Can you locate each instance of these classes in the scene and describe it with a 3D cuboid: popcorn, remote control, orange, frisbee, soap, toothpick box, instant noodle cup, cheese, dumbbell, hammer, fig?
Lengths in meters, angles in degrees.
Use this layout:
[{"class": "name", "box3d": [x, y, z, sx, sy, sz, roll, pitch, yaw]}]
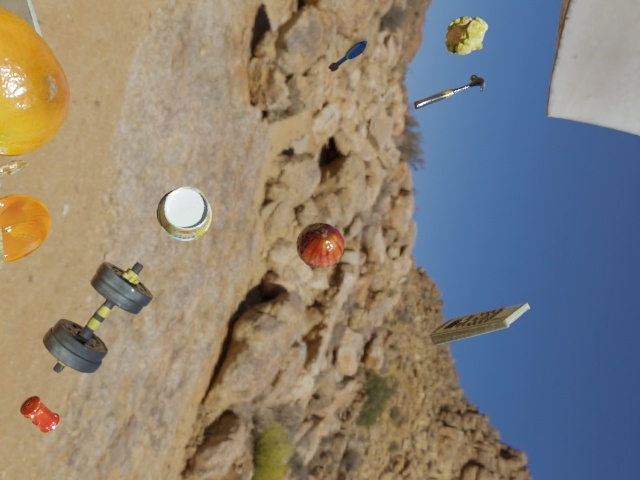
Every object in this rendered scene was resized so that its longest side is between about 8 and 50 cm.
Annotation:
[{"class": "popcorn", "box3d": [0.388, -0.550, 1.734, 0.109, 0.096, 0.089, -36, 170, 39]}, {"class": "remote control", "box3d": [0.430, 0.222, 1.767, 0.285, 0.123, 0.038, -28, -90, 53]}, {"class": "orange", "box3d": [-0.671, -0.328, 1.386, 0.310, 0.274, 0.274, 122, -17, -46]}, {"class": "frisbee", "box3d": [-0.736, -0.021, 1.556, 0.192, 0.035, 0.192, -33, 145, -27]}, {"class": "soap", "box3d": [0.552, -0.454, 1.180, 0.350, 0.213, 0.435, 80, 24, -46]}, {"class": "toothpick box", "box3d": [-0.593, 0.367, 1.372, 0.083, 0.047, 0.047, 69, 21, -44]}, {"class": "instant noodle cup", "box3d": [-0.487, -0.108, 2.359, 0.153, 0.205, 0.204, 154, -54, -72]}, {"class": "cheese", "box3d": [0.067, -0.443, 1.559, 0.017, 0.111, 0.047, 58, 10, 21]}, {"class": "dumbbell", "box3d": [-0.642, 0.222, 1.882, 0.388, 0.185, 0.185, -52, 179, -4]}, {"class": "hammer", "box3d": [0.338, -0.384, 1.695, 0.078, 0.201, 0.021, -121, -168, -55]}, {"class": "fig", "box3d": [-0.009, 0.007, 1.688, 0.150, 0.128, 0.128, 34, 60, -55]}]

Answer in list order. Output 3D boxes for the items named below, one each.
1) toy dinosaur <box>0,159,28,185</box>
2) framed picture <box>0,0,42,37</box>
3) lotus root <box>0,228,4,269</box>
[{"class": "toy dinosaur", "box3d": [-0.844, -0.080, 1.434, 0.393, 0.206, 0.092, -40, 107, -48]}, {"class": "framed picture", "box3d": [-0.888, -0.563, 1.837, 0.232, 0.019, 0.296, -26, 106, -54]}, {"class": "lotus root", "box3d": [-0.731, -0.022, 1.337, 0.078, 0.183, 0.203, -18, 125, -47]}]
